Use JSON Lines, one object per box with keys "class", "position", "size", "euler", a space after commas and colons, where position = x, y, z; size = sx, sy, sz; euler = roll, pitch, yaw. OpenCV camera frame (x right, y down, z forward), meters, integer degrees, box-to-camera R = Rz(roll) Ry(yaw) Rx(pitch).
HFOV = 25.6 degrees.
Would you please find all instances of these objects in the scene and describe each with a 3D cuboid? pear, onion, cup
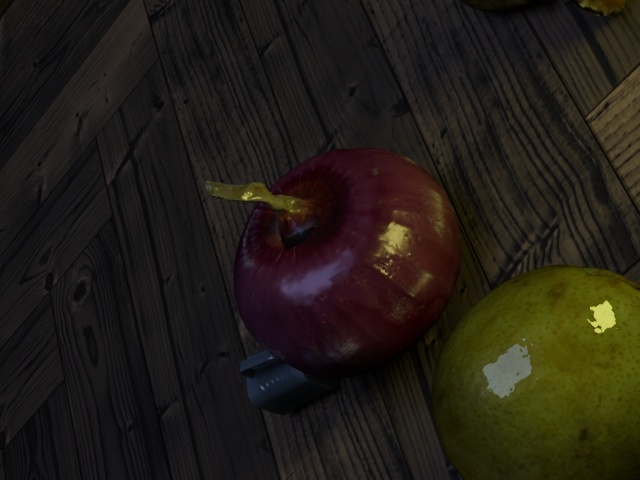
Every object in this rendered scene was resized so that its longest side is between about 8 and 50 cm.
{"class": "pear", "position": [0.292, 0.168, 1.667], "size": [0.304, 0.304, 0.304], "euler": [-27, 53, 42]}
{"class": "onion", "position": [0.031, 0.018, 2.065], "size": [0.358, 0.345, 0.358], "euler": [-4, 66, 10]}
{"class": "cup", "position": [-0.057, 0.205, 2.226], "size": [0.129, 0.128, 0.095], "euler": [-29, 50, 37]}

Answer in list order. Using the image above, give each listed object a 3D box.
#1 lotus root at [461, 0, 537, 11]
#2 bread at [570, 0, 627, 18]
{"class": "lotus root", "position": [0.279, -0.395, 2.138], "size": [0.190, 0.094, 0.108], "euler": [28, 119, 45]}
{"class": "bread", "position": [0.334, -0.492, 1.947], "size": [0.248, 0.315, 0.279], "euler": [-50, 30, 21]}
